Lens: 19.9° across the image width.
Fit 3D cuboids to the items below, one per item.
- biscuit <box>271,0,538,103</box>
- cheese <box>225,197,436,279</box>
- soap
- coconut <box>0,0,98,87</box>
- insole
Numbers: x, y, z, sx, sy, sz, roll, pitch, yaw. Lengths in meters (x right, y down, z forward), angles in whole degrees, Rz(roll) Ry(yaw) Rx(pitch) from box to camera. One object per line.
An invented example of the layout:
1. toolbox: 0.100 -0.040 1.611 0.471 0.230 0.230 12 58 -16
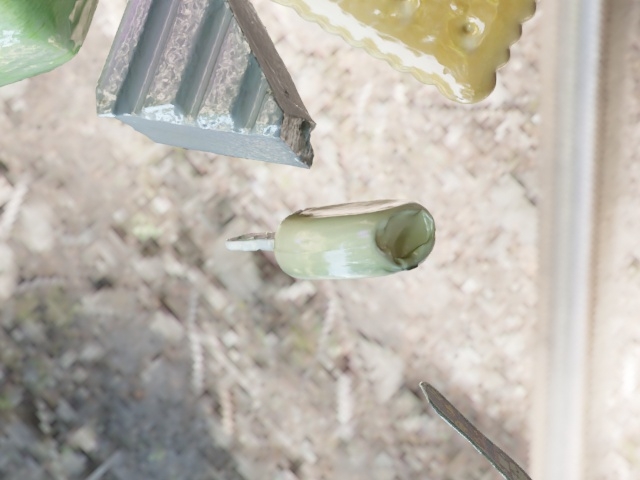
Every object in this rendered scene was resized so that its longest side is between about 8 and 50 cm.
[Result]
1. biscuit: 0.080 -0.216 1.023 0.160 0.030 0.250 30 103 3
2. cheese: 0.000 0.000 1.703 0.227 0.137 0.064 -2 97 44
3. soap: -0.095 -0.245 2.146 0.257 0.302 0.159 10 167 27
4. coconut: -0.286 -0.257 1.339 0.328 0.281 0.329 -1 86 21
5. insole: 0.163 0.201 1.730 0.004 0.065 0.197 -43 102 14
